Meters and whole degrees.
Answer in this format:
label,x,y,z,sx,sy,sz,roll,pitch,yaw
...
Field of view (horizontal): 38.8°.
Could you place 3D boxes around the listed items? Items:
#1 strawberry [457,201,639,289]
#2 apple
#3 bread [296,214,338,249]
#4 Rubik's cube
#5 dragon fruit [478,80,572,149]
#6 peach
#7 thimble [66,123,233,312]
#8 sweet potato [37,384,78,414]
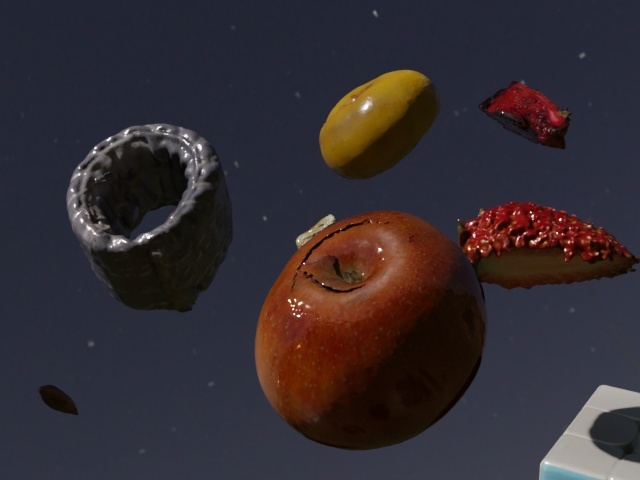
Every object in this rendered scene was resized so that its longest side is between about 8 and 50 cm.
label,x,y,z,sx,sy,sz,roll,pitch,yaw
strawberry,0.388,0.002,1.569,0.306,0.137,0.233,-3,-18,20
apple,0.045,0.075,0.849,0.210,0.235,0.173,0,-40,24
bread,0.000,0.000,1.521,0.083,0.035,0.070,-32,-38,-11
Rubik's cube,0.500,0.423,1.340,0.291,0.290,0.291,-24,-60,-54
dragon fruit,0.398,-0.243,1.705,0.122,0.192,0.092,27,-82,-36
peach,0.078,-0.154,1.184,0.179,0.179,0.103,-35,-78,18
thimble,-0.221,-0.028,1.235,0.205,0.236,0.172,-10,-40,1
sweet potato,-0.418,0.253,1.444,0.034,0.034,0.095,-28,-45,8
